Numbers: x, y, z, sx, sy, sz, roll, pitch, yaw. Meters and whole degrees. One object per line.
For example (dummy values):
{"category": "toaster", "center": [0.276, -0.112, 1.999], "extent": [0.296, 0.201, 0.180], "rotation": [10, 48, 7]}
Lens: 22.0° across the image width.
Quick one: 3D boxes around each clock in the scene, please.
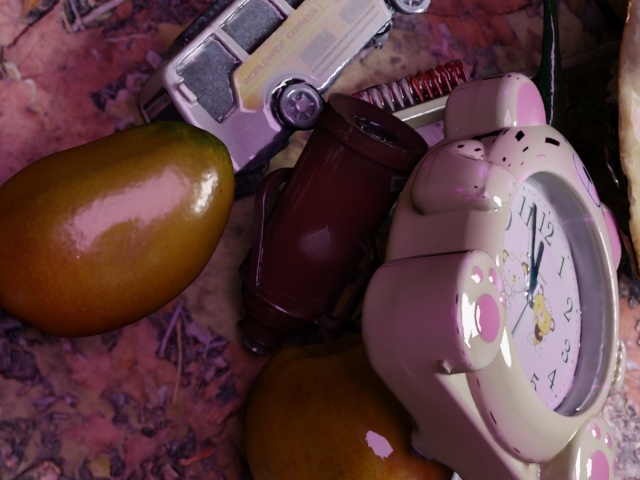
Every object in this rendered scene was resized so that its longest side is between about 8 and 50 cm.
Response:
{"category": "clock", "center": [0.155, 0.041, 1.323], "extent": [0.284, 0.114, 0.309], "rotation": [50, 44, -36]}

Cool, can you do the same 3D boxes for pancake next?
{"category": "pancake", "center": [0.365, -0.101, 1.548], "extent": [0.382, 0.071, 0.382], "rotation": [0, 90, -54]}

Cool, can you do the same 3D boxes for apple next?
{"category": "apple", "center": [0.023, 0.157, 1.365], "extent": [0.182, 0.182, 0.155], "rotation": [-9, 87, -26]}

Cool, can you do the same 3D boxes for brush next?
{"category": "brush", "center": [0.154, -0.151, 1.552], "extent": [0.321, 0.060, 0.050], "rotation": [-18, 78, -26]}

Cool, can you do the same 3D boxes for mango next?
{"category": "mango", "center": [-0.167, -0.007, 1.326], "extent": [0.221, 0.120, 0.152], "rotation": [-20, 105, -10]}

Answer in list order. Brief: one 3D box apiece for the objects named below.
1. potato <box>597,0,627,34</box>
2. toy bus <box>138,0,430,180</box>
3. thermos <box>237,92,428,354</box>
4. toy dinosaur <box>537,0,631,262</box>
{"category": "potato", "center": [0.343, -0.250, 1.631], "extent": [0.096, 0.103, 0.066], "rotation": [-29, 90, -25]}
{"category": "toy bus", "center": [-0.013, -0.192, 1.459], "extent": [0.138, 0.097, 0.342], "rotation": [47, 65, -8]}
{"category": "thermos", "center": [-0.002, 0.000, 1.386], "extent": [0.099, 0.124, 0.232], "rotation": [1, 123, -54]}
{"category": "toy dinosaur", "center": [0.166, -0.005, 1.508], "extent": [0.300, 0.087, 0.447], "rotation": [-20, 100, -23]}
